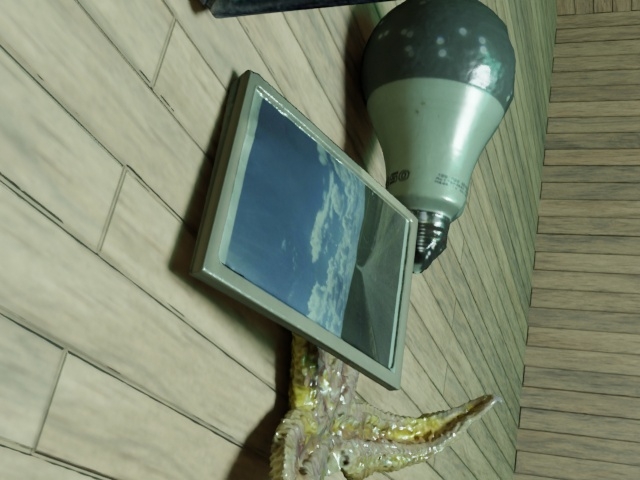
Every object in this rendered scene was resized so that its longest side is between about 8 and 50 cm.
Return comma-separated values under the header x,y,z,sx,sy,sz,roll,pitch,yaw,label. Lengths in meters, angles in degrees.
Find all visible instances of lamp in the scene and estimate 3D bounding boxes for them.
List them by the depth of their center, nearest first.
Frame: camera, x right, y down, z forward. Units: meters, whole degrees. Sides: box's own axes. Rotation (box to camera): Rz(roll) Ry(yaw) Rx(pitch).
x,y,z,sx,sy,sz,roll,pitch,yaw,label
0.129,-0.136,0.898,0.182,0.182,0.314,63,28,-51,lamp

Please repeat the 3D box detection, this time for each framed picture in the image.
x,y,z,sx,sy,sz,roll,pitch,yaw,label
0.000,0.000,0.702,0.260,0.023,0.189,37,51,-40,framed picture

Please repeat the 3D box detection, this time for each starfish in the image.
x,y,z,sx,sy,sz,roll,pitch,yaw,label
0.036,0.137,0.801,0.398,0.132,0.384,16,67,-53,starfish

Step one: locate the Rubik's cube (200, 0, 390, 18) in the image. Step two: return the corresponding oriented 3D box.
x,y,z,sx,sy,sz,roll,pitch,yaw,label
0.042,-0.323,0.603,0.255,0.259,0.260,-53,136,-57,Rubik's cube
